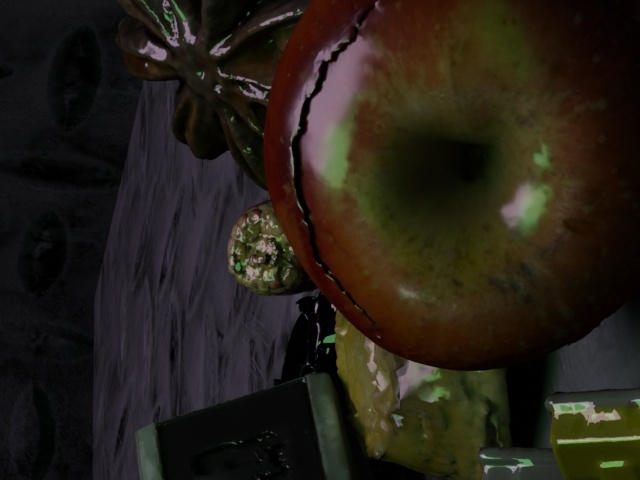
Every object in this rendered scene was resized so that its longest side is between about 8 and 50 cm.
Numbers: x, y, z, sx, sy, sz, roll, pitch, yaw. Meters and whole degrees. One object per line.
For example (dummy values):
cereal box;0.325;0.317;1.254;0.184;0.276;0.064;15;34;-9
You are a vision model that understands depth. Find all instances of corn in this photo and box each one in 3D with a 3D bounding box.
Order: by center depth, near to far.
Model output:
corn;0.000;0.000;1.756;0.253;0.086;0.086;-7;-74;-65

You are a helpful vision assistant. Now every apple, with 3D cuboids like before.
apple;0.093;-0.063;1.183;0.206;0.251;0.272;-69;-26;-71

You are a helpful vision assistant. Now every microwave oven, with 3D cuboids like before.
microwave oven;-0.027;0.291;1.487;0.295;0.181;0.237;-104;-5;-46

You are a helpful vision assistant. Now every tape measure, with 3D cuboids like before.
tape measure;0.017;0.146;1.740;0.186;0.112;0.199;121;154;-66

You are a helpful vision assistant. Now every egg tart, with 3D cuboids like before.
egg tart;0.067;0.087;1.461;0.232;0.098;0.252;93;159;-47

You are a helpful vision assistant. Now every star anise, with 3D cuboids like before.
star anise;-0.054;-0.150;1.413;0.315;0.108;0.315;37;146;30

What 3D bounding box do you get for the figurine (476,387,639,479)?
figurine;0.138;0.235;0.989;0.342;0.167;0.285;71;-153;-67
